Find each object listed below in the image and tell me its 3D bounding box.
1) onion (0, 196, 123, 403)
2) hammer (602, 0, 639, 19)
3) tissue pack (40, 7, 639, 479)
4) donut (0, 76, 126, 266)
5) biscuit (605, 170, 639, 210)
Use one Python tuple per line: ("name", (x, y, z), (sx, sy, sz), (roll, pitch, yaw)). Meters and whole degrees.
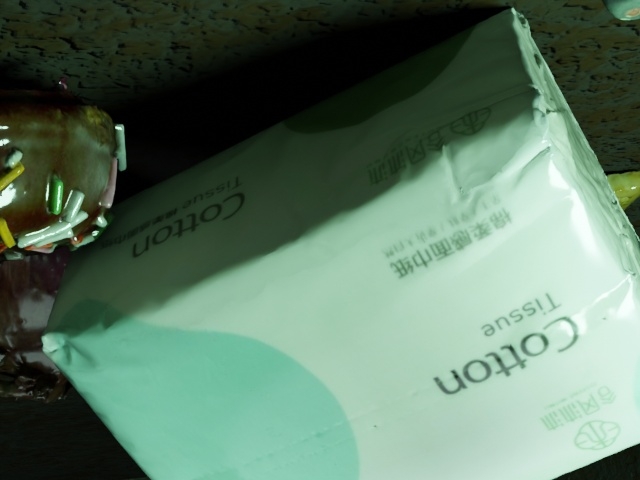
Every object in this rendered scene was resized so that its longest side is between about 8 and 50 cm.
("onion", (-0.226, 0.051, 1.107), (0.230, 0.163, 0.230), (-16, 164, -5))
("hammer", (0.217, -0.189, 0.715), (0.111, 0.033, 0.288), (-4, 165, -15))
("tissue pack", (0.034, 0.050, 0.912), (0.356, 0.194, 0.266), (-25, 119, 16))
("donut", (-0.251, -0.028, 0.844), (0.269, 0.103, 0.270), (-12, 177, -1))
("biscuit", (0.177, -0.021, 1.324), (0.254, 0.029, 0.172), (-6, 164, -12))
